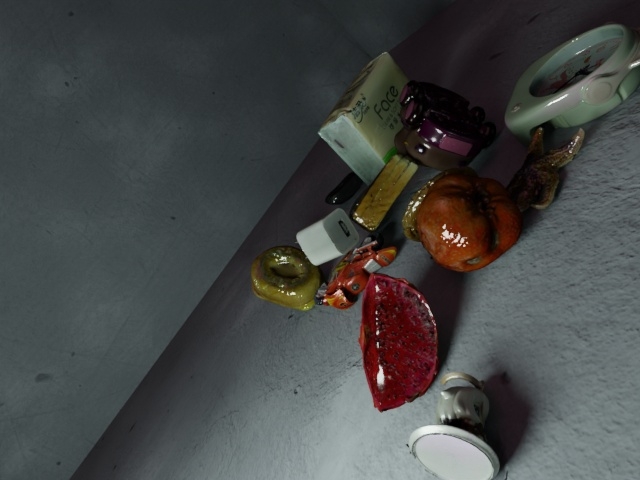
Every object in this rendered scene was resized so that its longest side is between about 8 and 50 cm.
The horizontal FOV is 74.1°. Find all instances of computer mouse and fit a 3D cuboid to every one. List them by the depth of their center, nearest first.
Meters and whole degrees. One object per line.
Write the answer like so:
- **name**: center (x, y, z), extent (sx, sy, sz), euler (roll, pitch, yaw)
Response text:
- **computer mouse**: center (0.116, -0.223, 1.864), extent (0.217, 0.073, 0.122), euler (-47, 21, -11)

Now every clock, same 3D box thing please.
- **clock**: center (0.612, -0.377, 0.995), extent (0.324, 0.108, 0.265), euler (-18, 36, 56)
- **clock**: center (0.196, -0.149, 1.594), extent (0.215, 0.042, 0.215), euler (-43, 20, 20)

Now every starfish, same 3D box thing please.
- **starfish**: center (0.485, -0.157, 0.945), extent (0.215, 0.071, 0.238), euler (-22, 43, 44)

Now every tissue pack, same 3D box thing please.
- **tissue pack**: center (0.230, -0.483, 1.706), extent (0.205, 0.331, 0.405), euler (-12, 41, 54)

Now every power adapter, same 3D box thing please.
- **power adapter**: center (0.000, 0.000, 1.358), extent (0.204, 0.130, 0.125), euler (-24, 11, 45)

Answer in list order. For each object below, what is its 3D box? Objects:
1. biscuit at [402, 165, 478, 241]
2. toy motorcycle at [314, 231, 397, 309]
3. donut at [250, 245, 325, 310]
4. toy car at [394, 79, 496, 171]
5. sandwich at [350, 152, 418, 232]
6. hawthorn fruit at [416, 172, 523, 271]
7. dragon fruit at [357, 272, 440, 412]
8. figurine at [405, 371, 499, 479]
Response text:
- **biscuit**: center (0.297, -0.082, 1.034), extent (0.226, 0.225, 0.042), euler (-45, 51, 13)
- **toy motorcycle**: center (0.097, 0.103, 1.273), extent (0.298, 0.089, 0.171), euler (-47, 21, 7)
- **donut**: center (-0.113, 0.121, 1.471), extent (0.128, 0.261, 0.209), euler (81, -155, -56)
- **toy car**: center (0.349, -0.323, 1.310), extent (0.341, 0.271, 0.240), euler (-86, 15, -48)
- **sandwich**: center (0.199, -0.147, 1.327), extent (0.249, 0.095, 0.273), euler (-56, -6, 3)
- **hawthorn fruit**: center (0.299, -0.015, 0.922), extent (0.243, 0.207, 0.208), euler (109, -176, -53)
- **dragon fruit**: center (0.153, 0.203, 0.897), extent (0.211, 0.134, 0.262), euler (149, 121, -75)
- **figurine**: center (0.215, 0.279, 0.668), extent (0.132, 0.132, 0.154), euler (-34, 12, 38)
